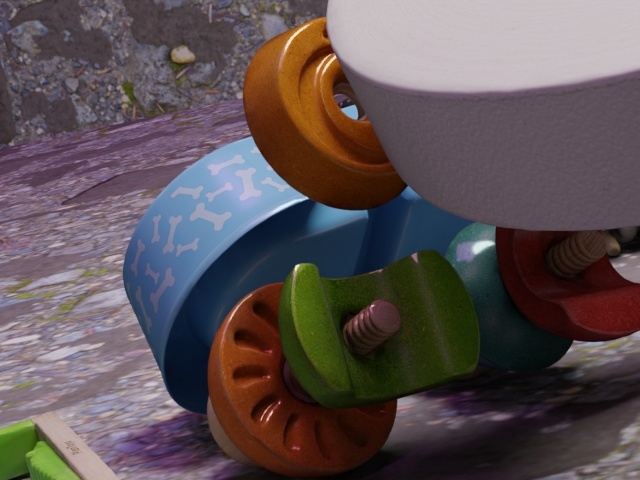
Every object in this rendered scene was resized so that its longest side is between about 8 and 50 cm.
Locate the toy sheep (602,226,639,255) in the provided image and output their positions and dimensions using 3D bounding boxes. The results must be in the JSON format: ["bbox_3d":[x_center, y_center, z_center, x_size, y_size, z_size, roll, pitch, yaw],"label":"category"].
[{"bbox_3d":[0.224,-0.040,1.263,0.132,0.091,0.091,-13,10,-4],"label":"toy sheep"}]

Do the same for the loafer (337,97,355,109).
[{"bbox_3d":[0.000,0.000,1.200,0.078,0.080,0.220,20,-45,-23],"label":"loafer"}]

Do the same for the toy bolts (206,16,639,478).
[{"bbox_3d":[0.036,0.012,0.949,0.228,0.218,0.158,-2,-22,-31],"label":"toy bolts"}]

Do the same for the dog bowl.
[{"bbox_3d":[0.014,-0.004,1.070,0.297,0.166,0.074,-19,51,-32],"label":"dog bowl"}]

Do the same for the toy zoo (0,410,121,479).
[{"bbox_3d":[-0.255,0.160,0.919,0.293,0.030,0.192,-17,10,-17],"label":"toy zoo"}]

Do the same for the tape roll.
[{"bbox_3d":[0.188,-0.146,0.784,0.392,0.072,0.392,-22,27,12],"label":"tape roll"}]
